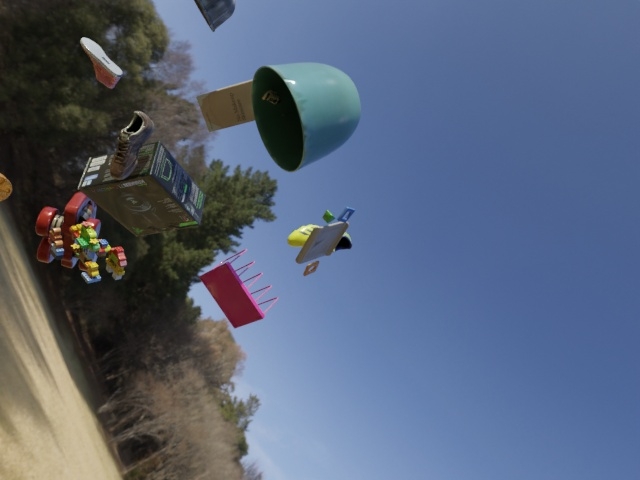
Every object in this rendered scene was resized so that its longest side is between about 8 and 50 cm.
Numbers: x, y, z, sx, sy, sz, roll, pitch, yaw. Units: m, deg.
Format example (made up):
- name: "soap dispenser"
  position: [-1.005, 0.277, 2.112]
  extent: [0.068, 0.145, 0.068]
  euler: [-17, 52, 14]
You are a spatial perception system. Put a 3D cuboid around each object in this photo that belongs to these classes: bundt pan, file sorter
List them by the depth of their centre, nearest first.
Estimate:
- name: "bundt pan"
  position: [-0.389, -0.871, 1.317]
  extent: [0.331, 0.124, 0.331]
  euler: [60, 0, 0]
- name: "file sorter"
  position: [-0.359, 0.214, 1.849]
  extent: [0.202, 0.182, 0.290]
  euler: [-25, -78, 35]

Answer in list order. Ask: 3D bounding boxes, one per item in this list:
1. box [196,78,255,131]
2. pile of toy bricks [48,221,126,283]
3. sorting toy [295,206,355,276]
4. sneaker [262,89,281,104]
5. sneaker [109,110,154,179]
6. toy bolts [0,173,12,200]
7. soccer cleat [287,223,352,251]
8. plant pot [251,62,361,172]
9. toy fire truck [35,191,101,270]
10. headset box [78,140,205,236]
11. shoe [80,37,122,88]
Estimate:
- name: "box"
  position: [-0.290, -0.524, 1.536]
  extent: [0.311, 0.121, 0.148]
  euler: [-12, -66, 13]
- name: "pile of toy bricks"
  position: [-0.576, 0.005, 0.996]
  extent: [0.212, 0.118, 0.105]
  euler: [38, -63, 23]
- name: "sorting toy"
  position: [0.000, 0.000, 1.537]
  extent: [0.047, 0.196, 0.347]
  euler: [46, -58, 25]
- name: "sneaker"
  position: [-0.138, -0.417, 1.184]
  extent: [0.032, 0.083, 0.037]
  euler: [-38, -86, 30]
- name: "sneaker"
  position: [-0.507, -0.253, 1.057]
  extent: [0.066, 0.188, 0.071]
  euler: [19, -13, 10]
- name: "toy bolts"
  position: [-0.913, -0.101, 1.005]
  extent: [0.158, 0.218, 0.228]
  euler: [51, -17, 29]
- name: "soccer cleat"
  position: [0.005, 0.000, 1.665]
  extent: [0.121, 0.289, 0.093]
  euler: [58, -41, 39]
- name: "plant pot"
  position: [-0.027, -0.372, 1.171]
  extent: [0.293, 0.235, 0.293]
  euler: [45, -32, 39]
- name: "toy fire truck"
  position: [-0.867, -0.054, 1.447]
  extent: [0.254, 0.169, 0.302]
  euler: [-97, -152, -49]
- name: "headset box"
  position: [-0.534, -0.143, 1.260]
  extent: [0.283, 0.246, 0.131]
  euler: [63, 23, -55]
- name: "shoe"
  position: [-0.823, -0.653, 1.497]
  extent: [0.081, 0.063, 0.178]
  euler: [-36, -76, 33]
